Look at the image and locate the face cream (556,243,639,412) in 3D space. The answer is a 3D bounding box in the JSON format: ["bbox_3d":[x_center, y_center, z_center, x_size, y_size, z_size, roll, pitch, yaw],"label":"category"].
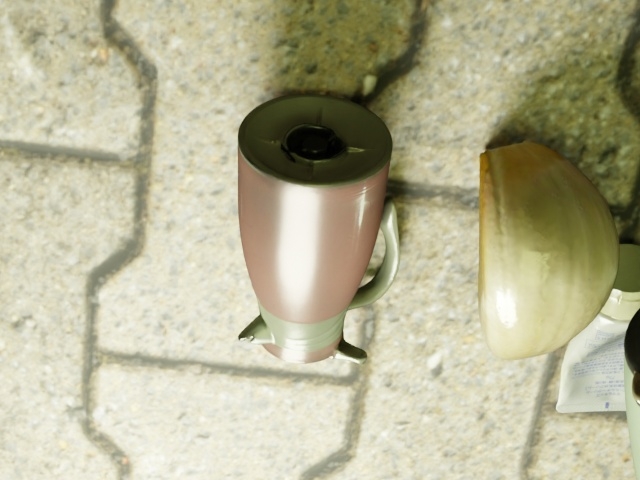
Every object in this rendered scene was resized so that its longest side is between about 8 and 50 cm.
[{"bbox_3d":[0.312,0.106,1.637,0.114,0.070,0.224,-1,135,3],"label":"face cream"}]

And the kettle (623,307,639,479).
[{"bbox_3d":[0.408,0.153,1.583,0.240,0.165,0.255,-43,137,-22],"label":"kettle"}]

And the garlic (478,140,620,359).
[{"bbox_3d":[0.207,0.024,1.529,0.145,0.164,0.245,-15,125,-24],"label":"garlic"}]

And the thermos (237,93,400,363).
[{"bbox_3d":[0.000,0.000,1.533,0.176,0.146,0.265,-14,134,-19],"label":"thermos"}]
